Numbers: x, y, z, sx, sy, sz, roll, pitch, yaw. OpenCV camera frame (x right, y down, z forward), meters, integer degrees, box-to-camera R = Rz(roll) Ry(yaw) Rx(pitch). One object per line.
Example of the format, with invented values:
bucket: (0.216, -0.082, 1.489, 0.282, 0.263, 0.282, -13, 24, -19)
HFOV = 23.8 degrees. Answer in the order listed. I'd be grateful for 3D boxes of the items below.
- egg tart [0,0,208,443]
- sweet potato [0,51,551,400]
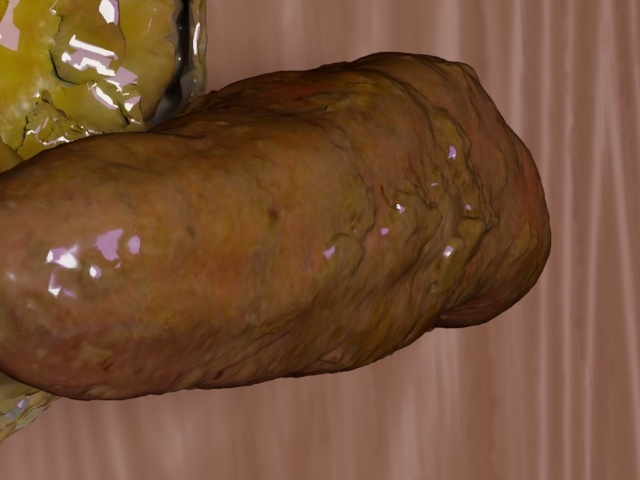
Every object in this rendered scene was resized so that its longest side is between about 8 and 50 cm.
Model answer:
egg tart: (-0.146, -0.067, 0.397, 0.291, 0.107, 0.290, 0, 90, -53)
sweet potato: (0.009, -0.012, 0.465, 0.106, 0.095, 0.354, -56, 163, 10)
